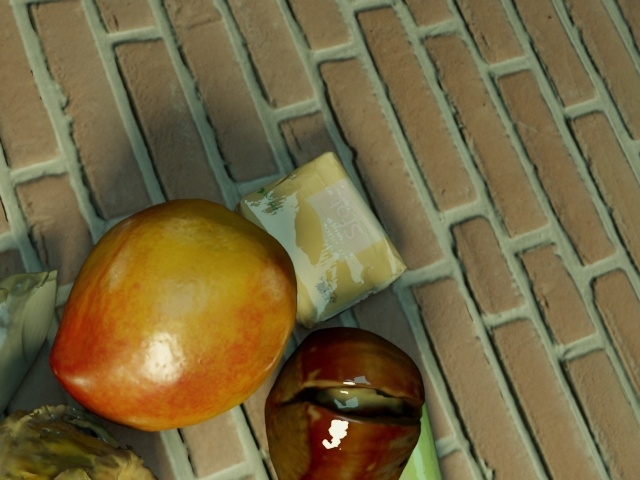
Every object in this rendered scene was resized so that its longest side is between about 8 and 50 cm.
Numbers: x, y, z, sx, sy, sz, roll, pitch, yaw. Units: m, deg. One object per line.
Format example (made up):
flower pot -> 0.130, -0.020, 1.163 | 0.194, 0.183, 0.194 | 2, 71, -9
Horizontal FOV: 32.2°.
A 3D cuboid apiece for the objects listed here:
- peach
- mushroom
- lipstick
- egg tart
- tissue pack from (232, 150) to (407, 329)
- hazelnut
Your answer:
peach -> -0.184, 0.107, 1.430 | 0.289, 0.289, 0.308 | 34, 42, -3
mushroom -> -0.448, 0.181, 1.427 | 0.109, 0.097, 0.351 | 29, 67, -5
lipstick -> 0.136, 0.336, 1.566 | 0.076, 0.076, 0.304 | -6, 74, -19
egg tart -> -0.273, 0.352, 1.293 | 0.150, 0.352, 0.352 | -16, 72, 18
tissue pack -> 0.000, 0.000, 1.636 | 0.186, 0.090, 0.222 | -28, 80, -22
hazelnut -> 0.033, 0.243, 1.492 | 0.217, 0.217, 0.252 | 12, 87, -13
